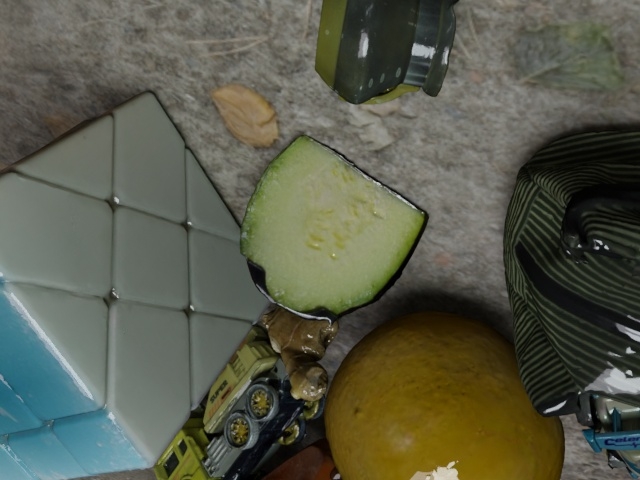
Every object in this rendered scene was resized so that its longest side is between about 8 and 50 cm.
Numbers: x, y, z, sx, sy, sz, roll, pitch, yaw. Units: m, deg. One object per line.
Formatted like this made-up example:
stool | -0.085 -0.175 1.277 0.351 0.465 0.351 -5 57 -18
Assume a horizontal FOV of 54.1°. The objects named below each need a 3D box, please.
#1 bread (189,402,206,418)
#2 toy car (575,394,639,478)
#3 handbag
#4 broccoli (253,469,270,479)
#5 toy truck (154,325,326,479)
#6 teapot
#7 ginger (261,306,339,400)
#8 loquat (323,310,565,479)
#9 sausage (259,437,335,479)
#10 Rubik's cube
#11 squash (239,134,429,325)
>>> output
bread | -0.290 0.268 1.020 0.286 0.056 0.207 -12 141 40
toy car | 0.374 0.241 0.729 0.126 0.098 0.161 -15 113 32
handbag | 0.323 0.050 0.539 0.341 0.240 0.247 15 122 15
broccoli | -0.150 0.565 1.044 0.321 0.310 0.413 -2 103 24
toy truck | -0.124 0.254 0.888 0.272 0.124 0.157 -54 52 14
teapot | 0.057 -0.179 0.582 0.119 0.130 0.165 9 159 -1
ginger | -0.013 0.131 0.801 0.096 0.165 0.067 -23 134 -7
loquat | 0.131 0.222 0.708 0.275 0.275 0.275 11 125 16
sausage | -0.035 0.365 0.831 0.258 0.133 0.133 -39 104 2
Rubik's cube | -0.301 0.061 0.755 0.316 0.319 0.322 -18 113 32
squash | -0.001 0.002 0.725 0.192 0.184 0.085 34 167 1
